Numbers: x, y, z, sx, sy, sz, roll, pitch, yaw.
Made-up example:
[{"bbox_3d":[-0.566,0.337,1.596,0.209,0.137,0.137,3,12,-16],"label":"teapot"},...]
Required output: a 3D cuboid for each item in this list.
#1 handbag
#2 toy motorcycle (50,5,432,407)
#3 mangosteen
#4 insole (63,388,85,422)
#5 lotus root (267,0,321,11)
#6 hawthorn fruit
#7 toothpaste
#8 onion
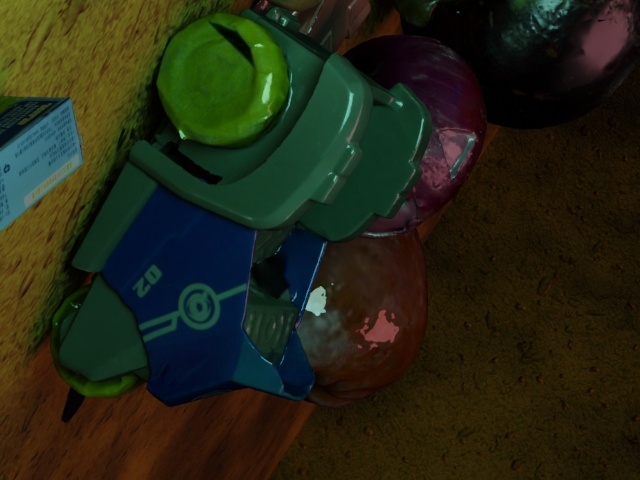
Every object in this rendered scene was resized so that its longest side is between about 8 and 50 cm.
[{"bbox_3d":[0.018,-0.223,1.539,0.212,0.059,0.157,-56,170,-17],"label":"handbag"},{"bbox_3d":[-0.056,0.004,1.361,0.326,0.200,0.191,-59,161,8],"label":"toy motorcycle"},{"bbox_3d":[0.202,-0.254,1.884,0.288,0.288,0.288,-58,171,-14],"label":"mangosteen"},{"bbox_3d":[-0.197,0.102,1.581,0.053,0.002,0.152,-51,168,-47],"label":"insole"},{"bbox_3d":[-0.020,-0.207,1.358,0.150,0.062,0.073,44,54,-83],"label":"lotus root"},{"bbox_3d":[-0.001,0.040,1.747,0.263,0.231,0.235,-47,176,-39],"label":"hawthorn fruit"},{"bbox_3d":[-0.204,-0.022,0.975,0.193,0.070,0.044,-48,137,-54],"label":"toothpaste"},{"bbox_3d":[0.052,-0.088,1.512,0.177,0.153,0.177,-23,-159,9],"label":"onion"}]
